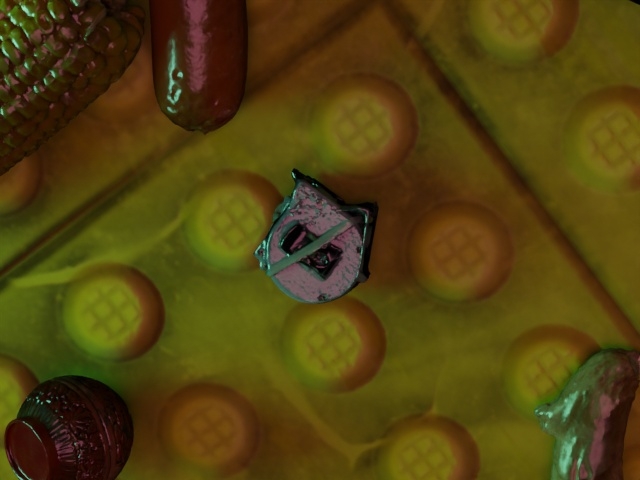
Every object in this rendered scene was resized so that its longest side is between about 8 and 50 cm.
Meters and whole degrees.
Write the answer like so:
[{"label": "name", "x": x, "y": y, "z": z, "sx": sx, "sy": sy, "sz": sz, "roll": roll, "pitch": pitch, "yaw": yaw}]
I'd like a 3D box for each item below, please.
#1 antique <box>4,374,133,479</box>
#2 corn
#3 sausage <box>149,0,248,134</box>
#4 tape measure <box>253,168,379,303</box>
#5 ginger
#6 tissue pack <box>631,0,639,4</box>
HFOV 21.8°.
[{"label": "antique", "x": -0.197, "y": 0.156, "z": 1.333, "sx": 0.104, "sy": 0.104, "sz": 0.104, "roll": 1, "pitch": 105, "yaw": 3}, {"label": "corn", "x": -0.258, "y": -0.108, "z": 1.256, "sx": 0.322, "sy": 0.119, "sz": 0.119, "roll": -37, "pitch": 100, "yaw": 11}, {"label": "sausage", "x": -0.093, "y": -0.177, "z": 1.249, "sx": 0.076, "sy": 0.076, "sz": 0.197, "roll": 0, "pitch": 104, "yaw": 3}, {"label": "tape measure", "x": 0.000, "y": 0.002, "z": 1.302, "sx": 0.091, "sy": 0.054, "sz": 0.094, "roll": 23, "pitch": 103, "yaw": 3}, {"label": "ginger", "x": 0.241, "y": 0.233, "z": 1.340, "sx": 0.131, "sy": 0.086, "sz": 0.294, "roll": 0, "pitch": 101, "yaw": 26}, {"label": "tissue pack", "x": 0.358, "y": -0.218, "z": 1.127, "sx": 0.370, "sy": 0.198, "sz": 0.210, "roll": 25, "pitch": 133, "yaw": -4}]
